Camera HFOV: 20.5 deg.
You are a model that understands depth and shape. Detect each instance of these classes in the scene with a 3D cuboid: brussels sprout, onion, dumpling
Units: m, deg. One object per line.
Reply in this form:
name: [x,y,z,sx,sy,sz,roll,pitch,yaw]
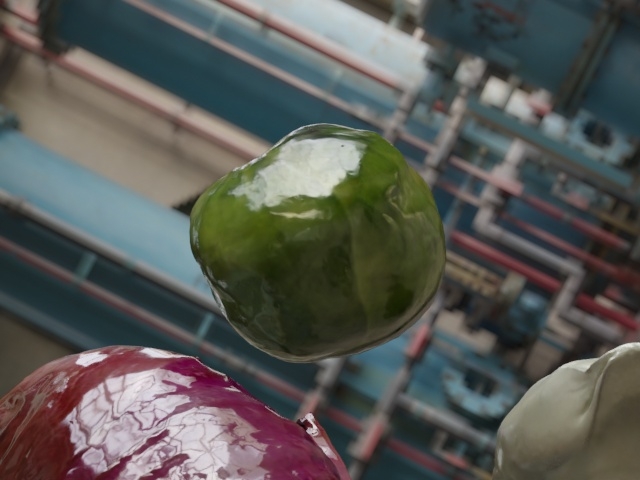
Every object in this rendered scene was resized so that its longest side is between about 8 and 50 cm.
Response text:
brussels sprout: [0.000,0.000,1.624,0.219,0.210,0.271,-28,12,-1]
onion: [-0.117,0.228,0.883,0.285,0.347,0.347,-2,-53,-41]
dumpling: [0.243,0.169,1.565,0.250,0.162,0.132,-51,47,43]
